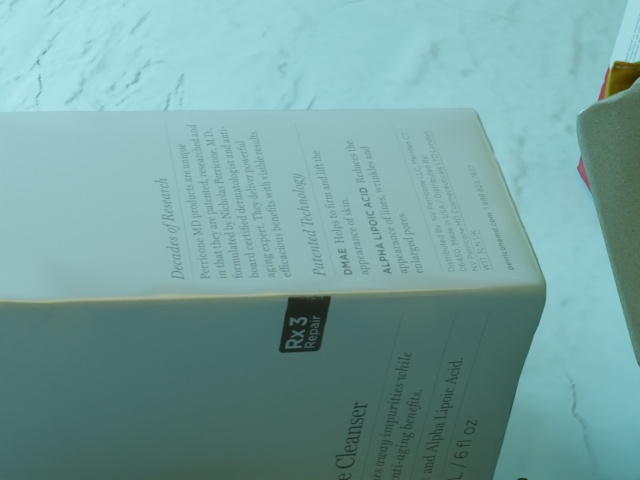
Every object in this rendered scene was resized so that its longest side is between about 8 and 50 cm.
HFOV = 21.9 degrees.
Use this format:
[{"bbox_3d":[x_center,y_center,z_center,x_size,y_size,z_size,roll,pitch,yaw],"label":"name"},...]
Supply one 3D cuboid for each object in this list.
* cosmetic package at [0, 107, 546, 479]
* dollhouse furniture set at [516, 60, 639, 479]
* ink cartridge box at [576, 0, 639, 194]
[{"bbox_3d":[-0.098,0.054,0.884,0.385,0.217,0.156,-4,43,-13],"label":"cosmetic package"},{"bbox_3d":[0.181,0.048,0.862,0.151,0.301,0.198,-10,9,38],"label":"dollhouse furniture set"},{"bbox_3d":[0.287,-0.035,1.063,0.114,0.197,0.272,-6,44,-17],"label":"ink cartridge box"}]
